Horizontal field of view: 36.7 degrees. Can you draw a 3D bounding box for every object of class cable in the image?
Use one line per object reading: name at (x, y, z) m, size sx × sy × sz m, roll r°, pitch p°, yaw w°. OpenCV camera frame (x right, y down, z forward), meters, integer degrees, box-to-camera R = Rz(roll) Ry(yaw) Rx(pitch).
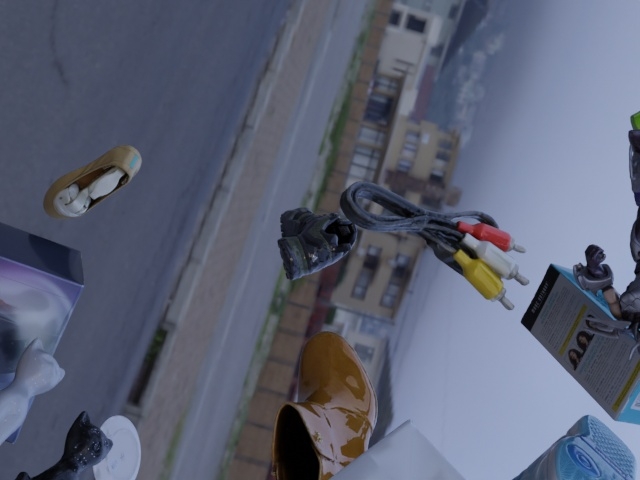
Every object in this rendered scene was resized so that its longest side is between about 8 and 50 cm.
cable at (0.164, -0.023, 1.303) m, size 0.072 × 0.287 × 0.139 m, roll -32°, pitch -147°, yaw 49°

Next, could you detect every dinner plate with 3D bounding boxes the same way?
dinner plate at (-0.354, 0.380, 1.705) m, size 0.141 × 0.017 × 0.141 m, roll 23°, pitch 64°, yaw -61°

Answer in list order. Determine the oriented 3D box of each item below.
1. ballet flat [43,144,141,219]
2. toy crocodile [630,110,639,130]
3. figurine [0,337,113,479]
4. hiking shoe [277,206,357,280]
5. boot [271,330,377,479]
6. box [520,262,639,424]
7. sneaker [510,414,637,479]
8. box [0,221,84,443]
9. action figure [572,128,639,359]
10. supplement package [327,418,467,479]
ballet flat at (-0.417, -0.092, 1.717) m, size 0.232 × 0.080 × 0.073 m, roll -33°, pitch -149°, yaw 24°
toy crocodile at (0.616, -0.103, 1.689) m, size 0.105 × 0.115 × 0.340 m, roll 47°, pitch 33°, yaw -37°
figurine at (-0.384, 0.261, 1.294) m, size 0.215 × 0.092 × 0.209 m, roll 63°, pitch 32°, yaw -17°
hiking shoe at (0.000, 0.000, 1.449) m, size 0.227 × 0.114 × 0.086 m, roll -91°, pitch 170°, yaw -72°
boot at (-0.001, 0.222, 1.217) m, size 0.211 × 0.104 × 0.295 m, roll 47°, pitch 28°, yaw -58°
box at (0.365, 0.132, 1.273) m, size 0.100 × 0.060 × 0.244 m, roll -67°, pitch -153°, yaw 19°
sneaker at (0.299, 0.351, 1.247) m, size 0.208 × 0.127 × 0.319 m, roll -49°, pitch 162°, yaw 17°
box at (-0.570, 0.120, 1.530) m, size 0.294 × 0.296 × 0.183 m, roll -65°, pitch -159°, yaw 9°
action figure at (0.400, 0.014, 1.146) m, size 0.099 × 0.185 × 0.285 m, roll 51°, pitch 49°, yaw -57°
supplement package at (0.075, 0.310, 0.844) m, size 0.149 × 0.194 × 0.203 m, roll -30°, pitch 150°, yaw -26°
